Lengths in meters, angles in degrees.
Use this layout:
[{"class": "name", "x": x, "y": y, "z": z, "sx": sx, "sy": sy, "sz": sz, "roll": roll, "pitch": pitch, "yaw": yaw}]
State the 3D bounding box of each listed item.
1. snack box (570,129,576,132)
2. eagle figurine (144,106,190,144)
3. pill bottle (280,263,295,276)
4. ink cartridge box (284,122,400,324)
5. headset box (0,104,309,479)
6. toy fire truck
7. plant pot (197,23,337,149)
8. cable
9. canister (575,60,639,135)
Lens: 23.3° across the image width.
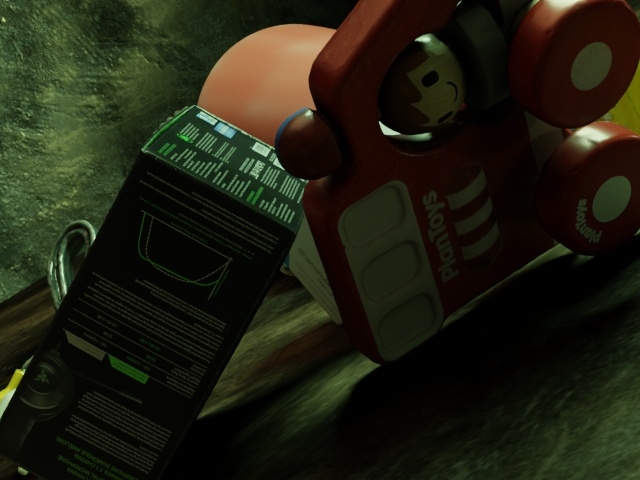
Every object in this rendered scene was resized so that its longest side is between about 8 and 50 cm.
[{"class": "snack box", "x": 0.191, "y": -0.126, "z": 1.472, "sx": 0.207, "sy": 0.174, "sz": 0.070, "roll": -30, "pitch": 10, "yaw": -17}, {"class": "eagle figurine", "x": -0.078, "y": -0.095, "z": 2.163, "sx": 0.298, "sy": 0.225, "sz": 0.226, "roll": -20, "pitch": 16, "yaw": -18}, {"class": "pill bottle", "x": 0.000, "y": 0.000, "z": 1.717, "sx": 0.067, "sy": 0.067, "sz": 0.120, "roll": -34, "pitch": 10, "yaw": -32}, {"class": "ink cartridge box", "x": 0.039, "y": -0.039, "z": 1.378, "sx": 0.086, "sy": 0.148, "sz": 0.203, "roll": -36, "pitch": -8, "yaw": -38}, {"class": "headset box", "x": -0.128, "y": 0.058, "z": 1.241, "sx": 0.283, "sy": 0.131, "sz": 0.246, "roll": -61, "pitch": 2, "yaw": 14}, {"class": "toy fire truck", "x": 0.095, "y": -0.073, "z": 1.144, "sx": 0.254, "sy": 0.302, "sz": 0.169, "roll": -34, "pitch": 42, "yaw": -16}, {"class": "plant pot", "x": 0.025, "y": -0.128, "z": 1.823, "sx": 0.275, "sy": 0.275, "sz": 0.243, "roll": -33, "pitch": 18, "yaw": -23}, {"class": "cable", "x": -0.265, "y": 0.104, "z": 1.545, "sx": 0.139, "sy": 0.072, "sz": 0.287, "roll": -7, "pitch": 64, "yaw": 45}, {"class": "canister", "x": 0.253, "y": -0.144, "z": 1.390, "sx": 0.073, "sy": 0.170, "sz": 0.126, "roll": -30, "pitch": 9, "yaw": -8}]
